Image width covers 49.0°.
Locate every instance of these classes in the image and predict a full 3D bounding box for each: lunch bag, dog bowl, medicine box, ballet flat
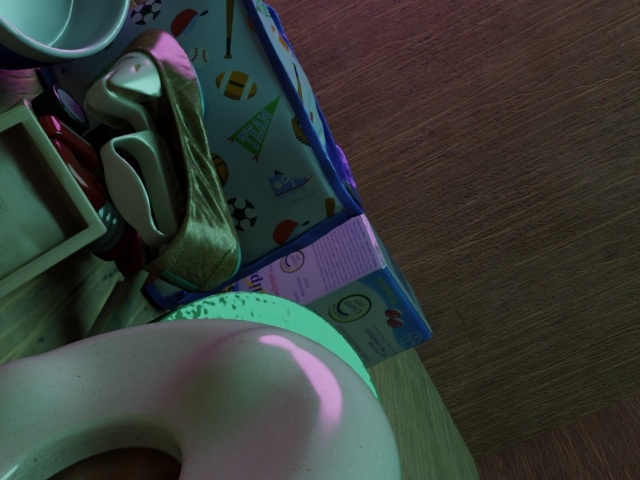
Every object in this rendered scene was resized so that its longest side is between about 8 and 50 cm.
[{"bbox_3d":[-0.153,-0.134,0.999,0.385,0.328,0.239,65,12,13],"label":"lunch bag"},{"bbox_3d":[-0.351,-0.337,0.819,0.265,0.104,0.264,11,78,-61],"label":"dog bowl"},{"bbox_3d":[0.016,0.125,1.289,0.263,0.289,0.149,53,13,-47],"label":"medicine box"},{"bbox_3d":[-0.184,-0.104,0.752,0.124,0.116,0.342,10,58,-53],"label":"ballet flat"}]

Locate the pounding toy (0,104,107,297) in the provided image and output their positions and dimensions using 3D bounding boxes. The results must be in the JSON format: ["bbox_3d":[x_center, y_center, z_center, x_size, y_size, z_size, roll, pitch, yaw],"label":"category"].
[{"bbox_3d":[-0.320,-0.045,0.580,0.094,0.181,0.206,-6,-63,56],"label":"pounding toy"}]

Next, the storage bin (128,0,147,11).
[{"bbox_3d":[-0.349,-0.456,1.356,0.260,0.123,0.262,58,13,-33],"label":"storage bin"}]

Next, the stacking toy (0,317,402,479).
[{"bbox_3d":[-0.086,0.323,0.461,0.350,0.351,0.479,-90,167,-67],"label":"stacking toy"}]

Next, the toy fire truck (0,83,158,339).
[{"bbox_3d":[-0.254,-0.002,0.752,0.246,0.158,0.217,58,6,31],"label":"toy fire truck"}]

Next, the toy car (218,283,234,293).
[{"bbox_3d":[-0.181,0.050,1.242,0.040,0.060,0.122,51,-11,-33],"label":"toy car"}]

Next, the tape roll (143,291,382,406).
[{"bbox_3d":[-0.077,0.213,0.693,0.321,0.077,0.321,12,68,-31],"label":"tape roll"}]
